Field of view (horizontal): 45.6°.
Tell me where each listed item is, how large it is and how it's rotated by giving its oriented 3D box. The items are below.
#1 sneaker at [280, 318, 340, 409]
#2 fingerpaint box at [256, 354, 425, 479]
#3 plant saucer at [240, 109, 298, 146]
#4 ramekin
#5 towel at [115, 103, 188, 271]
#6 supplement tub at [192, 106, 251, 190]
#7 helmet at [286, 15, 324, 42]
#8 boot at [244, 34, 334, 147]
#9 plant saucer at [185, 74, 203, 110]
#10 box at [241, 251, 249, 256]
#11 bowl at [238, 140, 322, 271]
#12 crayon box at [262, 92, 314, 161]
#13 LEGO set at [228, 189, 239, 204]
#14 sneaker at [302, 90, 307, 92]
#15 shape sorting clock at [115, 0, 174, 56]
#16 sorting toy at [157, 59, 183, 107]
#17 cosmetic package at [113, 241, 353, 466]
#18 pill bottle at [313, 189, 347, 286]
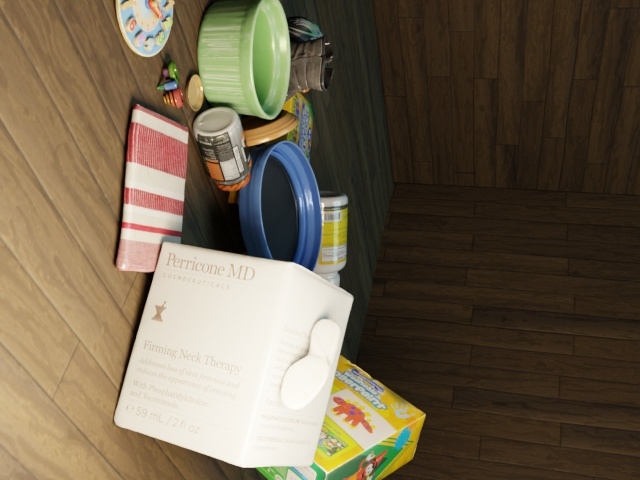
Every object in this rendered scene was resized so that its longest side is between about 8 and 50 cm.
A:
[{"bbox_3d":[-0.011,0.263,1.517,0.094,0.080,0.212,87,27,-45],"label":"sneaker"},{"bbox_3d":[-0.026,0.447,1.935,0.371,0.444,0.163,-16,127,-45],"label":"fingerpaint box"},{"bbox_3d":[-0.157,-0.297,1.981,0.200,0.199,0.037,-61,138,-58],"label":"plant saucer"},{"bbox_3d":[-0.189,-0.456,1.897,0.303,0.148,0.304,4,90,-75],"label":"ramekin"},{"bbox_3d":[-0.352,-0.098,1.600,0.237,0.037,0.329,14,79,-75],"label":"towel"},{"bbox_3d":[-0.234,-0.219,1.855,0.190,0.116,0.117,79,21,-48],"label":"supplement tub"},{"bbox_3d":[-0.064,-0.594,2.309,0.169,0.161,0.170,4,90,-75],"label":"helmet"},{"bbox_3d":[-0.084,-0.428,2.147,0.118,0.222,0.339,36,58,-67],"label":"boot"},{"bbox_3d":[-0.297,-0.345,1.777,0.083,0.015,0.084,4,90,-76],"label":"plant saucer"},{"bbox_3d":[-0.169,0.126,2.195,0.181,0.118,0.182,-35,127,-71],"label":"box"},{"bbox_3d":[-0.105,-0.075,2.082,0.391,0.077,0.392,-4,90,-67],"label":"bowl"},{"bbox_3d":[-0.103,-0.361,2.385,0.323,0.083,0.203,20,75,-74],"label":"crayon box"},{"bbox_3d":[-0.196,-0.153,2.094,0.227,0.086,0.093,-18,108,-68],"label":"LEGO set"},{"bbox_3d":[-0.068,-0.515,2.390,0.067,0.064,0.175,78,-9,-48],"label":"sneaker"},{"bbox_3d":[-0.344,-0.471,1.511,0.206,0.040,0.206,4,90,-75],"label":"shape sorting clock"},{"bbox_3d":[-0.326,-0.333,1.638,0.061,0.042,0.102,-91,170,-79],"label":"sorting toy"},{"bbox_3d":[-0.173,0.246,1.631,0.327,0.329,0.394,31,70,-61],"label":"cosmetic package"},{"bbox_3d":[0.000,0.000,2.676,0.188,0.187,0.334,-39,132,-70],"label":"pill bottle"}]
